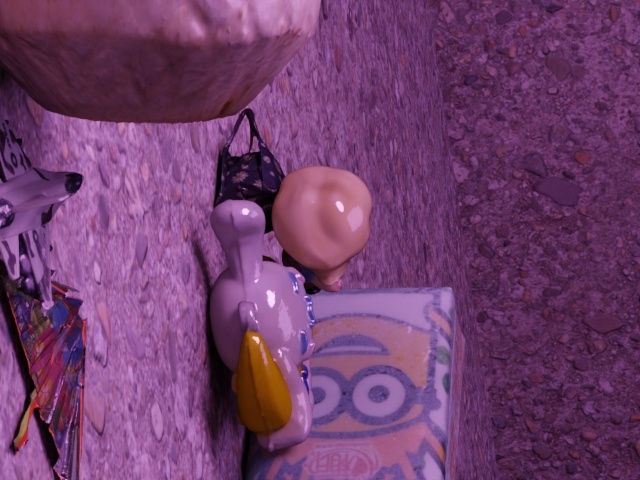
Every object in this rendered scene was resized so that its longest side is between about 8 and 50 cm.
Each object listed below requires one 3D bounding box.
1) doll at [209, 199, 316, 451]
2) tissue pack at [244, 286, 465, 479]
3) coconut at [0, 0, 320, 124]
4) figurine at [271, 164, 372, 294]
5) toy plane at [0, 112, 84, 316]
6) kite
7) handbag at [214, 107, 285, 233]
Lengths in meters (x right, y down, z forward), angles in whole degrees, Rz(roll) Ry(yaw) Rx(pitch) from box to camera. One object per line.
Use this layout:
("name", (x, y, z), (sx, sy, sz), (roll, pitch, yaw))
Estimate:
("doll", (-0.057, 0.096, 2.019), (0.237, 0.111, 0.252), (39, 45, -76))
("tissue pack", (0.040, 0.202, 2.186), (0.128, 0.228, 0.311), (75, 17, -48))
("coconut", (-0.127, -0.250, 1.390), (0.329, 0.329, 0.329), (-4, 90, -79))
("figurine", (0.000, 0.000, 2.075), (0.196, 0.108, 0.114), (93, 21, -62))
("toy plane", (-0.216, -0.028, 1.397), (0.234, 0.082, 0.160), (-125, -161, -83))
("kite", (-0.214, 0.092, 1.490), (0.183, 0.014, 0.241), (-76, 159, -50))
("handbag", (-0.071, -0.083, 2.125), (0.115, 0.072, 0.139), (51, 32, -64))
